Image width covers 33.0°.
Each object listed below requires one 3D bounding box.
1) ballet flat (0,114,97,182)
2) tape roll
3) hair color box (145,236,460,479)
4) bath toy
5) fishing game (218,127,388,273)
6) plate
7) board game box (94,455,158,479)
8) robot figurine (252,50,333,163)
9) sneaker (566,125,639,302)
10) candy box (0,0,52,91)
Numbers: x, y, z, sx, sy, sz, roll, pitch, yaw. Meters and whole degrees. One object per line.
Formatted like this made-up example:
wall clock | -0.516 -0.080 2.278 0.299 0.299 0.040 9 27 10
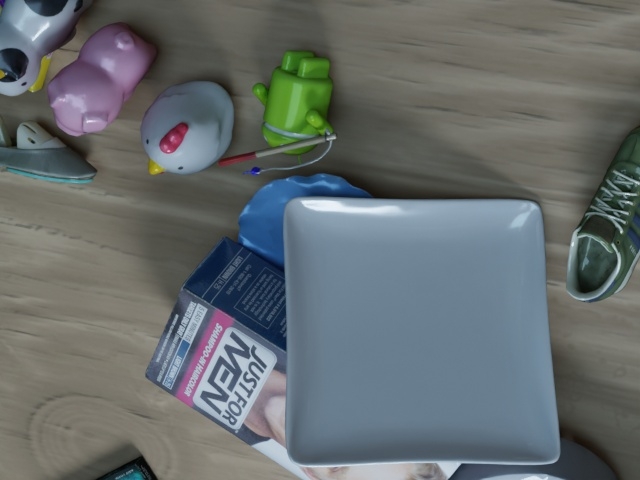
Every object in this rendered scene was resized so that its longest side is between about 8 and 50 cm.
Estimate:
ballet flat | -0.362 -0.112 1.266 0.213 0.072 0.068 8 105 14
tape roll | 0.233 0.322 1.207 0.219 0.072 0.219 5 119 9
hair color box | -0.010 0.166 1.208 0.347 0.105 0.174 31 132 4
bath toy | -0.257 -0.181 1.165 0.348 0.129 0.151 34 112 -4
fishing game | 0.000 0.000 1.200 0.189 0.041 0.264 -12 119 19
plate | 0.099 0.093 1.116 0.277 0.045 0.277 0 75 -6
board game box | -0.274 0.373 1.417 0.186 0.026 0.126 -30 96 22
robot figurine | -0.025 -0.143 1.159 0.101 0.067 0.115 29 116 35
sneaker | 0.296 -0.020 1.083 0.064 0.086 0.192 28 119 30
candy box | -0.337 -0.283 1.228 0.105 0.027 0.206 25 112 3
